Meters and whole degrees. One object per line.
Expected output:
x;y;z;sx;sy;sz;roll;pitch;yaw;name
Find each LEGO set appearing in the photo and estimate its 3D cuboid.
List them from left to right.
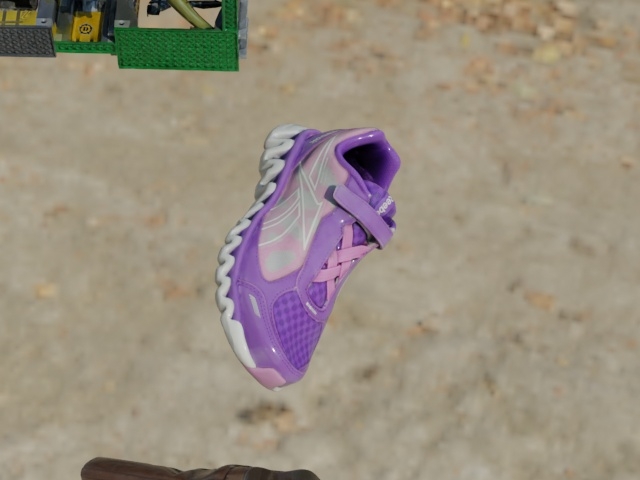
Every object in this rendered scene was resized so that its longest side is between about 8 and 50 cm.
-0.177;-0.267;1.359;0.331;0.255;0.192;-3;56;7;LEGO set

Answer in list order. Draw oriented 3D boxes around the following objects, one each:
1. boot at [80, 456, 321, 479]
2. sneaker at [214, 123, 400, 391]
-0.063;0.141;0.981;0.114;0.106;0.037;-5;66;30;boot
0.000;0.000;1.272;0.104;0.095;0.236;-11;43;27;sneaker
